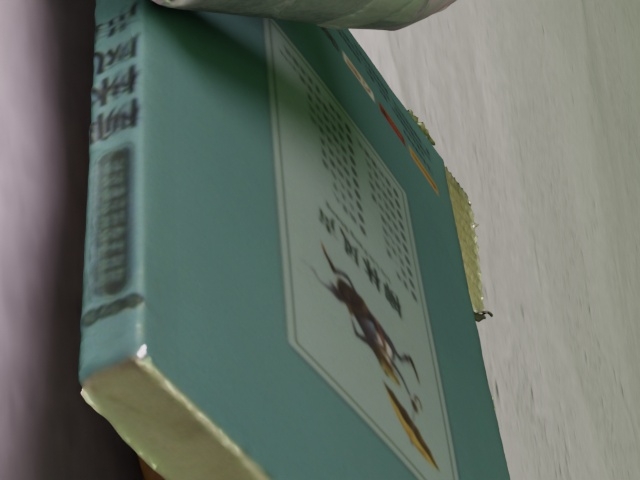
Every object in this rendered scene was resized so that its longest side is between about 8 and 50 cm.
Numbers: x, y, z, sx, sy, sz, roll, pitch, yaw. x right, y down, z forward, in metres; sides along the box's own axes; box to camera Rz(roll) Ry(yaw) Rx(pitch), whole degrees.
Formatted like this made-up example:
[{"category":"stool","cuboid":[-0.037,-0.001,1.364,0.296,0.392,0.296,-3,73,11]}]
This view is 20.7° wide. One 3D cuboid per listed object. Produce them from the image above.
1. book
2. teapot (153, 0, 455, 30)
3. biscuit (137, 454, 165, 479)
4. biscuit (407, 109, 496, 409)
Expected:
[{"category":"book","cuboid":[0.000,0.000,0.675,0.264,0.031,0.379,50,21,-33]},{"category":"teapot","cuboid":[-0.001,-0.193,0.653,0.178,0.163,0.221,14,38,-41]},{"category":"biscuit","cuboid":[0.003,0.122,0.745,0.275,0.052,0.355,-89,155,-45]},{"category":"biscuit","cuboid":[0.063,0.063,0.968,0.147,0.046,0.250,42,39,-62]}]
